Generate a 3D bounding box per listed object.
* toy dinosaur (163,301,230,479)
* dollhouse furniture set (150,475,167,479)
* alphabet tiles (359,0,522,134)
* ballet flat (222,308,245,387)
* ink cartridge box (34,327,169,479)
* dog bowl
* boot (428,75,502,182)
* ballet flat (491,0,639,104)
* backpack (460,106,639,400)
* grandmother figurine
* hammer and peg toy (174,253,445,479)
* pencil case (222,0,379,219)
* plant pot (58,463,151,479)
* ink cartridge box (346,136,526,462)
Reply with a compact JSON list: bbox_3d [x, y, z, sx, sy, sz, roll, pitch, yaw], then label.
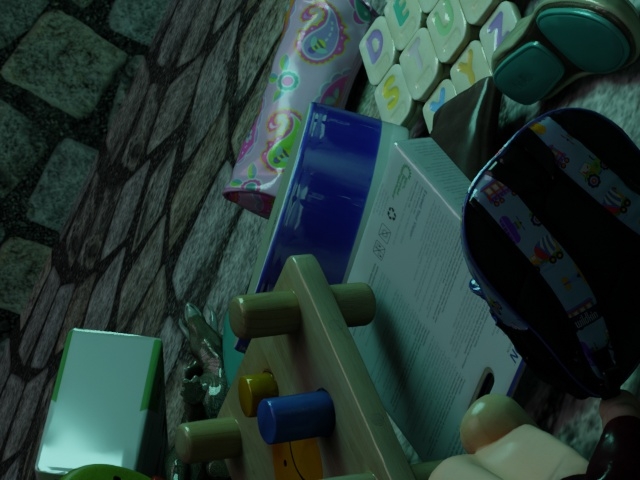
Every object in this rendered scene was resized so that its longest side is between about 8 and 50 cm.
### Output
[{"bbox_3d":[-0.129,0.230,2.153,0.160,0.121,0.313,118,163,-87],"label":"toy dinosaur"},{"bbox_3d":[-0.110,0.392,1.709,0.152,0.201,0.374,-51,17,45],"label":"dollhouse furniture set"},{"bbox_3d":[0.124,-0.239,1.916,0.284,0.021,0.278,-53,39,42],"label":"alphabet tiles"},{"bbox_3d":[-0.065,0.155,2.054,0.073,0.067,0.206,122,152,-44],"label":"ballet flat"},{"bbox_3d":[-0.251,0.269,2.253,0.278,0.117,0.201,92,-175,-50],"label":"ink cartridge box"},{"bbox_3d":[0.000,0.000,1.896,0.265,0.104,0.265,-163,90,-87],"label":"dog bowl"},{"bbox_3d":[0.127,-0.056,1.690,0.248,0.090,0.207,143,143,-67],"label":"boot"},{"bbox_3d":[0.216,-0.179,1.609,0.248,0.086,0.086,-17,53,70],"label":"ballet flat"},{"bbox_3d":[0.167,0.000,1.298,0.158,0.173,0.117,-47,14,-8],"label":"backpack"},{"bbox_3d":[0.161,0.197,1.261,0.342,0.104,0.208,-171,94,-76],"label":"grandmother figurine"},{"bbox_3d":[0.013,0.219,1.543,0.361,0.127,0.266,65,147,34],"label":"hammer and peg toy"},{"bbox_3d":[-0.018,-0.155,2.241,0.124,0.124,0.284,-16,55,70],"label":"pencil case"},{"bbox_3d":[-0.279,0.425,1.984,0.353,0.366,0.366,-47,24,25],"label":"plant pot"},{"bbox_3d":[0.102,0.068,1.543,0.224,0.045,0.223,54,141,36],"label":"ink cartridge box"}]
